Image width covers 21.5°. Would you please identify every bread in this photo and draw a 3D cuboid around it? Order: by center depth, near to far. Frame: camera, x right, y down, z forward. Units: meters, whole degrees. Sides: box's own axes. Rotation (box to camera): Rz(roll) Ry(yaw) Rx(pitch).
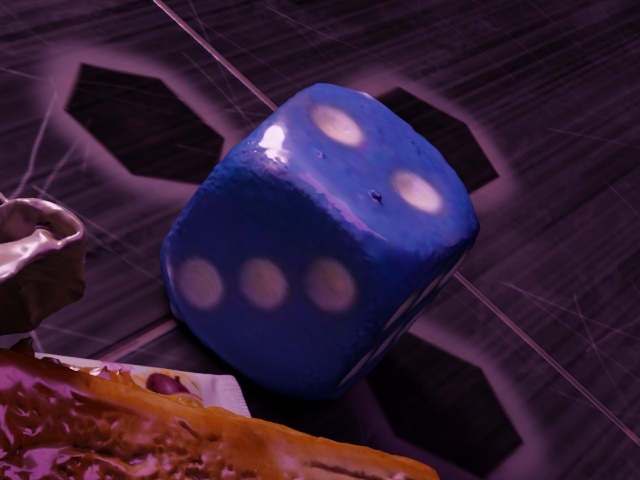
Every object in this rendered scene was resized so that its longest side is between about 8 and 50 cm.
[{"bbox_3d":[-0.063,0.134,0.813,0.271,0.077,0.139,18,66,-26],"label":"bread"}]

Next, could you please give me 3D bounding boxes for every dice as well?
[{"bbox_3d":[0.000,0.000,1.021,0.146,0.146,0.143,41,33,8],"label":"dice"}]

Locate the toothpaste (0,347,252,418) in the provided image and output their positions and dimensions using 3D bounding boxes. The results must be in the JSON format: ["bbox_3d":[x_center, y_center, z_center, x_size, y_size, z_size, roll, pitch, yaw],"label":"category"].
[{"bbox_3d":[-0.158,0.083,0.852,0.314,0.056,0.058,11,83,-38],"label":"toothpaste"}]

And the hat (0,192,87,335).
[{"bbox_3d":[-0.237,0.009,0.762,0.214,0.149,0.245,38,58,23],"label":"hat"}]
